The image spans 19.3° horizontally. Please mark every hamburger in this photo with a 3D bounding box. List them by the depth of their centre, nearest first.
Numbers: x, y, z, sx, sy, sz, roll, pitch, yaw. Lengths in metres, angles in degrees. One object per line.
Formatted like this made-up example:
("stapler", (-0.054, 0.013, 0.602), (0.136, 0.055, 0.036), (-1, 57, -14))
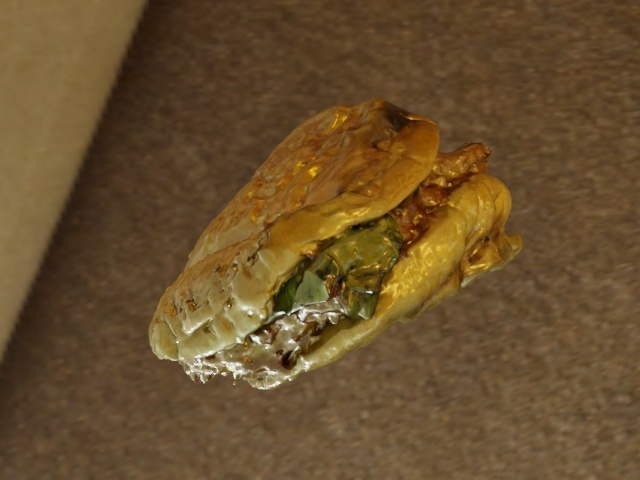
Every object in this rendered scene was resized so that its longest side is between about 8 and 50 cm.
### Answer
("hamburger", (0.000, 0.000, 1.067), (0.183, 0.206, 0.130), (-28, 92, 45))
